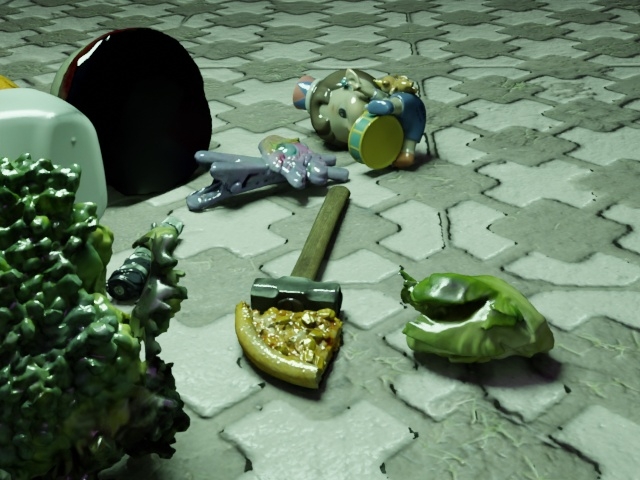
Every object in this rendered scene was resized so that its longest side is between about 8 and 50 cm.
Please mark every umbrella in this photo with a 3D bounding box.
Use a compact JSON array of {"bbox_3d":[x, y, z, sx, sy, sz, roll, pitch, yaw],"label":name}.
[{"bbox_3d":[-0.236,0.019,1.111,0.046,0.050,0.188,25,32,3],"label":"umbrella"}]

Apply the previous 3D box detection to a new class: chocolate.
[{"bbox_3d":[-0.340,-0.216,1.364,0.186,0.283,0.284,4,25,44],"label":"chocolate"}]

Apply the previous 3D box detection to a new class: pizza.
[{"bbox_3d":[-0.027,0.112,0.936,0.131,0.041,0.178,-11,30,-19],"label":"pizza"}]

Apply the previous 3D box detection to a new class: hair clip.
[{"bbox_3d":[-0.082,-0.113,1.303,0.278,0.090,0.137,-15,40,-22],"label":"hair clip"}]

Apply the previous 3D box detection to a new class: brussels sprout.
[{"bbox_3d":[0.176,0.083,0.930,0.181,0.100,0.139,1,7,27],"label":"brussels sprout"}]

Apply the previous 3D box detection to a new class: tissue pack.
[{"bbox_3d":[-0.490,-0.077,1.111,0.236,0.229,0.333,17,34,37],"label":"tissue pack"}]

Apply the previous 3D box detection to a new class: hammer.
[{"bbox_3d":[0.000,0.000,1.142,0.111,0.043,0.365,4,28,10],"label":"hammer"}]

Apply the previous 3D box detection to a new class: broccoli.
[{"bbox_3d":[-0.275,0.097,0.717,0.334,0.324,0.272,48,16,3],"label":"broccoli"}]

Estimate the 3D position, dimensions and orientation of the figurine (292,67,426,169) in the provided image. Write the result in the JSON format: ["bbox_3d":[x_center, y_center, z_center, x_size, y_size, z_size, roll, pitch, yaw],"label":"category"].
[{"bbox_3d":[0.063,-0.227,1.444,0.158,0.161,0.275,-37,35,-17],"label":"figurine"}]

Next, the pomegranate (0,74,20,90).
[{"bbox_3d":[-0.608,-0.194,1.372,0.215,0.215,0.215,-1,29,1],"label":"pomegranate"}]
